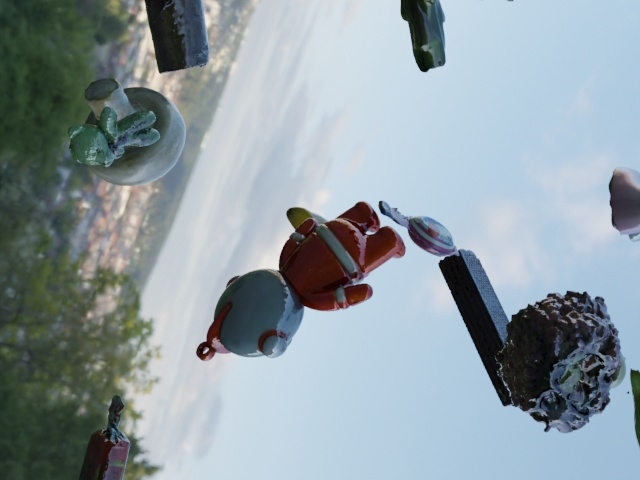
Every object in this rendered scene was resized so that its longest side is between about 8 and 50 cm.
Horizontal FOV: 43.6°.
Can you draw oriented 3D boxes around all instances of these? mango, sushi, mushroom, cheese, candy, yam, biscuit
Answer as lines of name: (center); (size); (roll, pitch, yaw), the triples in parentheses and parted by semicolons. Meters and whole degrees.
mango: (0.000, 0.000, 1.583); (0.098, 0.190, 0.075); (9, -124, 35)
sushi: (0.494, 0.240, 1.592); (0.170, 0.237, 0.270); (-99, -163, -60)
mushroom: (-0.357, -0.217, 1.536); (0.206, 0.207, 0.209); (-82, -171, -45)
cheese: (0.149, -0.017, 1.204); (0.038, 0.145, 0.095); (-56, -163, 21)
candy: (-0.391, 0.422, 1.430); (0.086, 0.059, 0.292); (10, -94, 51)
yam: (-0.292, -0.480, 1.589); (0.131, 0.131, 0.279); (-106, -173, -71)
biscuit: (0.396, 0.200, 1.884); (0.073, 0.107, 0.388); (-31, -111, 27)

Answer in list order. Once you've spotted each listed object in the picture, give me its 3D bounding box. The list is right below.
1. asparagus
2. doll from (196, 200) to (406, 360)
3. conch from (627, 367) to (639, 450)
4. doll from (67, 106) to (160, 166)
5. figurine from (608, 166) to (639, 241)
asparagus: (0.147, -0.401, 1.204); (0.080, 0.080, 0.287); (-87, 165, -56)
doll: (-0.038, 0.074, 1.165); (0.337, 0.105, 0.199); (-35, -136, -5)
conch: (0.511, 0.280, 1.181); (0.080, 0.095, 0.200); (-13, -95, 50)
doll: (-0.341, -0.169, 1.326); (0.077, 0.151, 0.115); (57, -20, 27)
figurine: (0.744, -0.111, 1.529); (0.316, 0.284, 0.206); (-12, -99, 36)
